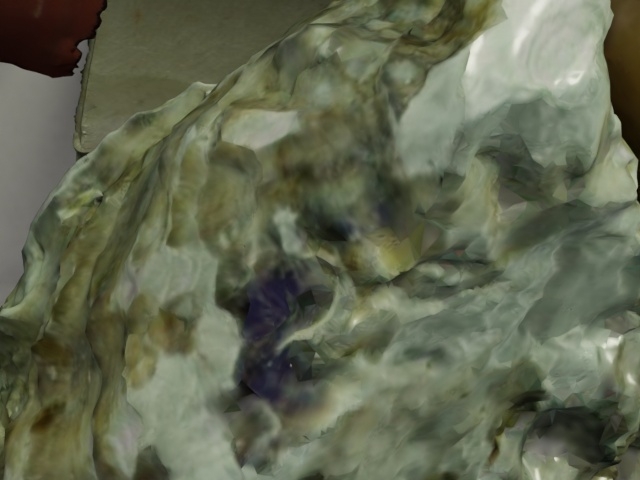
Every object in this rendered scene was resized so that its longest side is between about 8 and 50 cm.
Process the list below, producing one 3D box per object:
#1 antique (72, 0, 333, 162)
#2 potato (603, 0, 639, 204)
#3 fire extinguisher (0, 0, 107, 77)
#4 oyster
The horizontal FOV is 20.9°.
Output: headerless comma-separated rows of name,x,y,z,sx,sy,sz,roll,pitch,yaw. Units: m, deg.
antique,0.000,0.000,0.563,0.152,0.146,0.148,3,120,-3
potato,0.205,-0.076,0.497,0.266,0.229,0.229,-12,118,-1
fire extinguisher,-0.226,-0.109,0.464,0.337,0.106,0.147,9,129,-18
oyster,0.001,0.057,0.450,0.198,0.112,0.267,-11,119,6
